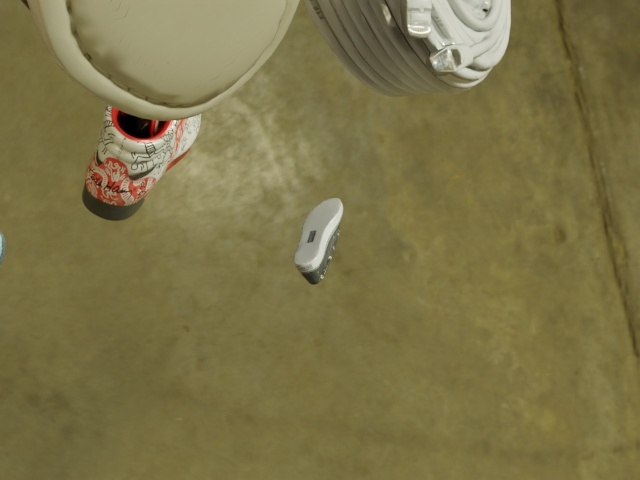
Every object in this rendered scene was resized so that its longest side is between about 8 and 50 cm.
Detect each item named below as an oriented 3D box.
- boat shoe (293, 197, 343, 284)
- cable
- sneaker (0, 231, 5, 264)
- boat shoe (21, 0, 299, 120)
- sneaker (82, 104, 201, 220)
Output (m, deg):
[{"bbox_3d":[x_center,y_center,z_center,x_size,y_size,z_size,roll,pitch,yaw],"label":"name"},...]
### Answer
[{"bbox_3d":[0.000,0.000,1.192,0.040,0.049,0.142,64,33,-33],"label":"boat shoe"},{"bbox_3d":[0.063,-0.229,0.653,0.257,0.089,0.257,-12,90,-61],"label":"cable"},{"bbox_3d":[-0.294,0.022,0.657,0.122,0.283,0.110,19,50,7],"label":"sneaker"},{"bbox_3d":[-0.087,-0.142,0.270,0.116,0.324,0.097,-45,70,-3],"label":"boat shoe"},{"bbox_3d":[-0.191,-0.154,1.081,0.090,0.145,0.270,27,44,-5],"label":"sneaker"}]
